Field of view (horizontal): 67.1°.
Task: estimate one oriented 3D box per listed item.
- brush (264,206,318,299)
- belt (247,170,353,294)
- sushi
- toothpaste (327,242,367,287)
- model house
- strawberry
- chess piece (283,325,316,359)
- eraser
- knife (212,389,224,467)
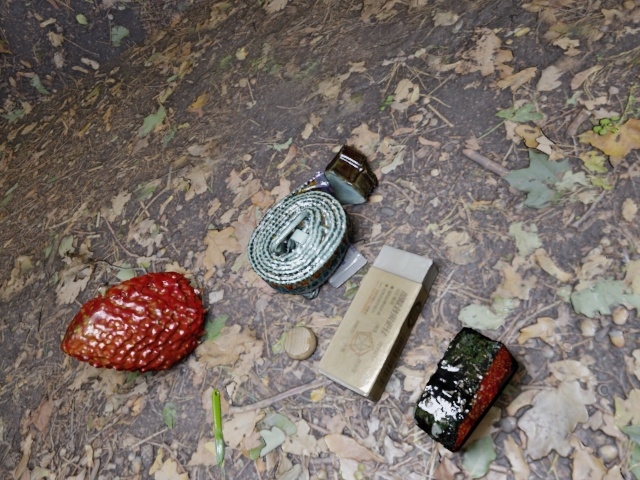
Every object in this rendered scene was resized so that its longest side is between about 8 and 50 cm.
[{"bbox_3d":[-0.070,0.035,1.324,0.068,0.060,0.297,-38,62,22],"label":"brush"},{"bbox_3d":[-0.041,-0.006,1.202,0.295,0.160,0.207,-43,67,-4],"label":"belt"},{"bbox_3d":[0.274,0.285,0.938,0.126,0.136,0.225,34,75,29],"label":"sushi"},{"bbox_3d":[-0.001,0.002,1.305,0.282,0.068,0.099,48,116,32],"label":"toothpaste"},{"bbox_3d":[0.084,-0.187,1.361,0.165,0.106,0.152,32,62,1],"label":"model house"},{"bbox_3d":[-0.469,0.199,1.241,0.292,0.343,0.292,-5,77,21],"label":"strawberry"},{"bbox_3d":[-0.050,0.252,1.185,0.083,0.038,0.084,-13,54,18],"label":"chess piece"},{"bbox_3d":[0.136,0.181,1.108,0.144,0.078,0.344,19,70,34],"label":"eraser"},{"bbox_3d":[-0.249,0.452,1.174,0.026,0.022,0.184,-40,47,33],"label":"knife"}]
